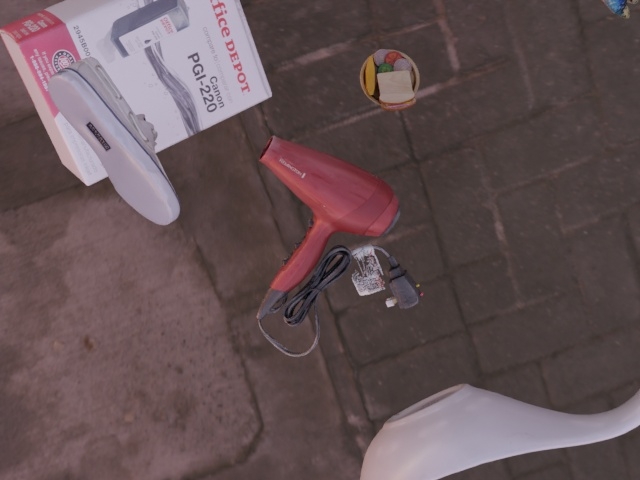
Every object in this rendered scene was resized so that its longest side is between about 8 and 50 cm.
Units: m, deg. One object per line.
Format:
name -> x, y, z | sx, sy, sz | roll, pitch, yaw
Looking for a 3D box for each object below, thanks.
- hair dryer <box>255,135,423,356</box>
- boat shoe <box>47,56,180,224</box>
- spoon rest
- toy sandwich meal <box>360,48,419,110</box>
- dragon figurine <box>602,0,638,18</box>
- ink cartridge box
hair dryer -> 0.000, 0.000, 1.151 | 0.224, 0.080, 0.293 | -21, 106, -6
boat shoe -> -0.104, -0.055, 0.492 | 0.100, 0.035, 0.035 | 53, 49, -14
spoon rest -> 0.156, 0.133, 0.689 | 0.276, 0.137, 0.084 | -28, 84, 6
toy sandwich meal -> 0.090, -0.207, 1.152 | 0.086, 0.029, 0.085 | 1, 81, -4
dragon figurine -> 0.167, -0.174, 0.376 | 0.289, 0.144, 0.085 | -10, 67, -24
ink cartridge box -> -0.178, -0.176, 0.900 | 0.218, 0.092, 0.158 | -30, 122, -18
